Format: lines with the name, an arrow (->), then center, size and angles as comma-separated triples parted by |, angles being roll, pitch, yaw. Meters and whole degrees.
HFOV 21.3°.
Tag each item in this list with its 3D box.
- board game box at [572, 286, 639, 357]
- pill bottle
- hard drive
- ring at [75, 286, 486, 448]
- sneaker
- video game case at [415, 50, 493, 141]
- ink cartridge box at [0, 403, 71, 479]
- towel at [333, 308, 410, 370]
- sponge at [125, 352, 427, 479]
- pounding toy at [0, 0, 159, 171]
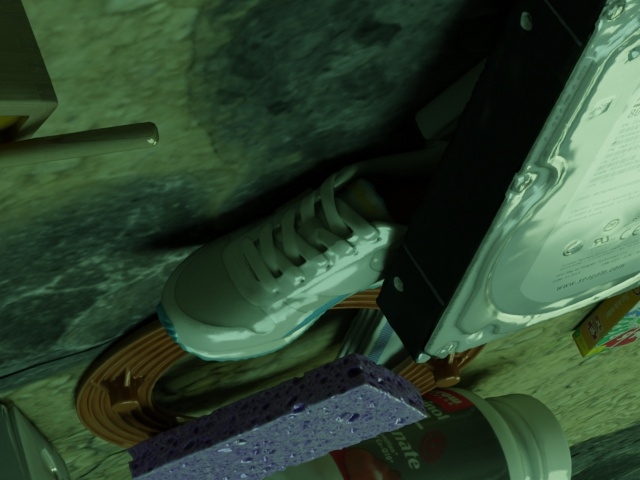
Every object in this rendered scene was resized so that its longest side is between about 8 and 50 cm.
board game box -> 0.343, 0.035, 1.622 | 0.124, 0.039, 0.259 | -16, 157, -22
pill bottle -> 0.086, 0.239, 1.651 | 0.318, 0.176, 0.176 | -8, 156, -36
hard drive -> 0.185, -0.070, 1.003 | 0.237, 0.064, 0.339 | -17, 149, -30
ring -> -0.022, 0.107, 1.329 | 0.336, 0.032, 0.336 | -12, 156, -5
sneaker -> 0.000, 0.000, 1.088 | 0.228, 0.087, 0.092 | -24, 155, -18
video game case -> 0.185, -0.118, 1.057 | 0.183, 0.023, 0.201 | 0, 151, -48
ink cartridge box -> -0.328, 0.247, 1.300 | 0.278, 0.117, 0.201 | -21, 160, -3
towel -> 0.153, 0.032, 1.404 | 0.285, 0.034, 0.209 | -18, 158, -20
sponge -> -0.034, 0.150, 1.337 | 0.210, 0.031, 0.117 | -24, 154, 19
pounding toy -> -0.170, -0.051, 0.722 | 0.141, 0.100, 0.130 | -4, 154, -43
